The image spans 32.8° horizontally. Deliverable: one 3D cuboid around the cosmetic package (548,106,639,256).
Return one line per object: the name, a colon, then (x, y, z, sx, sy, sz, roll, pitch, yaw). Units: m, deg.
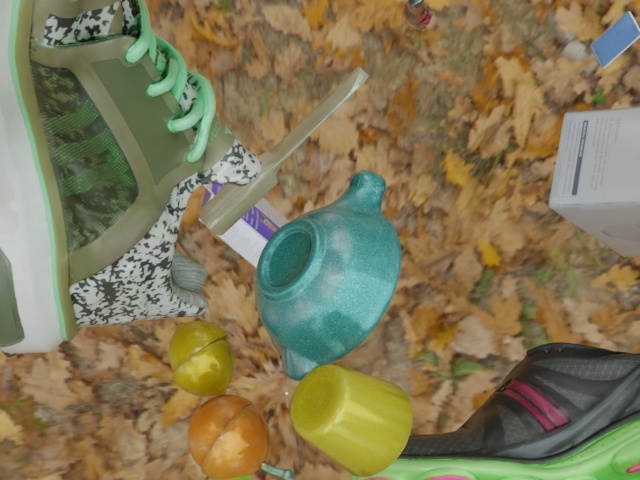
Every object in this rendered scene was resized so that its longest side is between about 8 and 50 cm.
cosmetic package: (0.454, -0.072, 1.397, 0.225, 0.224, 0.138, 2, 74, 42)

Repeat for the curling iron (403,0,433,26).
curling iron: (0.129, -0.284, 1.315, 0.068, 0.274, 0.035, -36, 87, 2)

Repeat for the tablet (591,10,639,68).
tablet: (0.467, -0.316, 1.716, 0.006, 0.083, 0.054, 13, 48, -37)

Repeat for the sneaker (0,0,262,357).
sneaker: (-0.127, -0.091, 0.721, 0.182, 0.410, 0.158, 2, 43, -12)

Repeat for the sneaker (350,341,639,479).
sneaker: (0.270, 0.242, 1.332, 0.483, 0.185, 0.202, -12, 39, -5)

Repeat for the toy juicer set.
toy juicer set: (-0.024, 0.043, 0.855, 0.209, 0.089, 0.329, -27, 47, 34)

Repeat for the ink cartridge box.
ink cartridge box: (-0.109, -0.039, 1.444, 0.045, 0.206, 0.208, -44, 104, 10)
